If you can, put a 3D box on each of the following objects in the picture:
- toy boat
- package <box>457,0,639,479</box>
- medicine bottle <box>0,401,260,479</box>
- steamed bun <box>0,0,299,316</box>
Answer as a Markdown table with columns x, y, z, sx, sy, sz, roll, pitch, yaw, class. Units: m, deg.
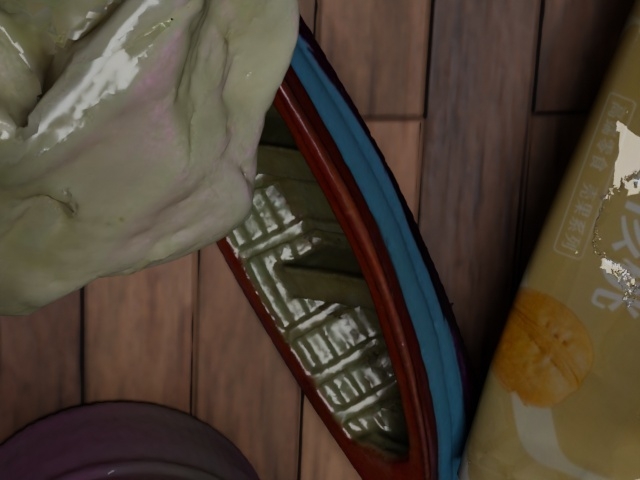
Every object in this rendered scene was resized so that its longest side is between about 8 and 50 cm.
| x | y | z | sx | sy | sz | roll | pitch | yaw | class |
| --- | --- | --- | --- | --- | --- | --- | --- | --- | --- |
| 0.000 | 0.000 | 0.998 | 0.079 | 0.136 | 0.392 | -44 | 123 | -27 | toy boat |
| 0.238 | 0.031 | 1.011 | 0.221 | 0.165 | 0.311 | 11 | 106 | -32 | package |
| -0.083 | 0.246 | 0.919 | 0.219 | 0.388 | 0.219 | -4 | 113 | -10 | medicine bottle |
| -0.163 | -0.102 | 0.811 | 0.268 | 0.207 | 0.280 | 25 | 122 | 19 | steamed bun |
